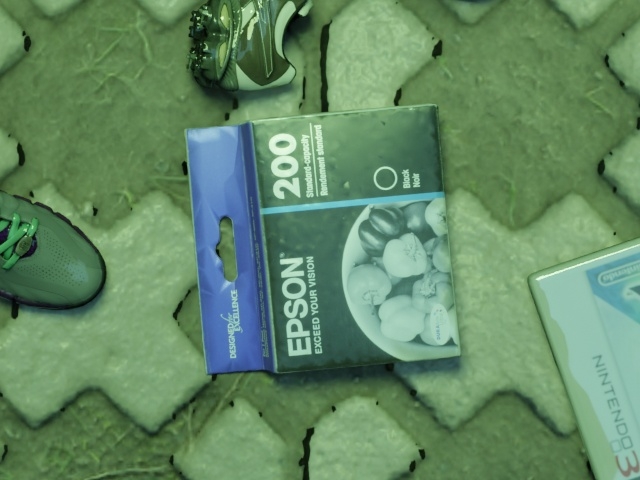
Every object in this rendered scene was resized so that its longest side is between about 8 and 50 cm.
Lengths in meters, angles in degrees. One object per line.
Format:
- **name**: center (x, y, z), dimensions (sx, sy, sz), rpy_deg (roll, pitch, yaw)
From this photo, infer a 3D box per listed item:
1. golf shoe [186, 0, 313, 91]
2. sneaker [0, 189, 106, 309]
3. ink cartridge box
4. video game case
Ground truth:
- **golf shoe**: center (-0.050, -0.216, 1.322), dimensions (0.094, 0.077, 0.198), rpy_deg (6, 93, -15)
- **sneaker**: center (-0.275, -0.012, 1.297), dimensions (0.224, 0.098, 0.083), rpy_deg (29, 89, 0)
- **ink cartridge box**: center (0.000, 0.000, 1.327), dimensions (0.208, 0.045, 0.206), rpy_deg (-6, 90, 1)
- **video game case**: center (0.368, 0.116, 1.317), dimensions (0.329, 0.036, 0.299), rpy_deg (-19, 90, 4)
